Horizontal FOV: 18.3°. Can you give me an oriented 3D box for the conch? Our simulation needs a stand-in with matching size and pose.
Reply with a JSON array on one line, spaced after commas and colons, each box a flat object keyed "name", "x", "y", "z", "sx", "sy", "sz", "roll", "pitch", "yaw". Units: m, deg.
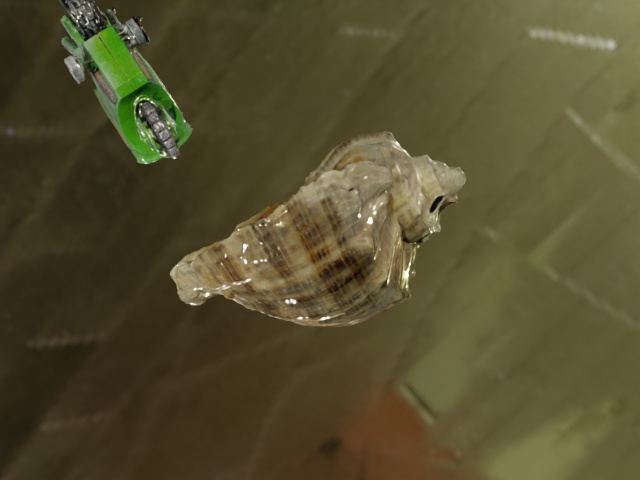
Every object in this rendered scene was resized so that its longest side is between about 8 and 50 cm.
[{"name": "conch", "x": 0.012, "y": 0.011, "z": 1.886, "sx": 0.291, "sy": 0.159, "sz": 0.210, "roll": -34, "pitch": -173, "yaw": 3}]

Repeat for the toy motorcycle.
[{"name": "toy motorcycle", "x": -0.163, "y": -0.133, "z": 1.684, "sx": 0.074, "sy": 0.190, "sz": 0.106, "roll": -32, "pitch": 156, "yaw": -5}]
